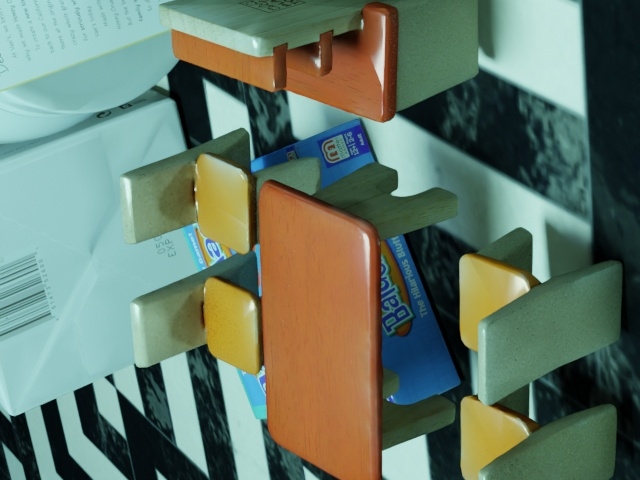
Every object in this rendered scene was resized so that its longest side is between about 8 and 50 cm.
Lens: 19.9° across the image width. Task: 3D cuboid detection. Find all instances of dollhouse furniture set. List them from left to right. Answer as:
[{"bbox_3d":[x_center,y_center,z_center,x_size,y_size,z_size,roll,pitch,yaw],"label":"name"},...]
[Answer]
[{"bbox_3d":[0.000,0.000,0.878,0.262,0.135,0.259,23,124,41],"label":"dollhouse furniture set"}]

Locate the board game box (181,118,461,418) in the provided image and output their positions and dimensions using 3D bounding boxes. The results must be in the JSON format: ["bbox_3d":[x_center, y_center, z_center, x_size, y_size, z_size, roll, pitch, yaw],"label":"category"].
[{"bbox_3d":[-0.010,0.025,1.088,0.210,0.047,0.160,-16,96,66],"label":"board game box"}]

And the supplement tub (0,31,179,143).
[{"bbox_3d":[-0.234,-0.175,1.122,0.316,0.228,0.228,5,116,50],"label":"supplement tub"}]

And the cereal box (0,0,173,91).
[{"bbox_3d":[-0.141,-0.177,0.946,0.047,0.240,0.173,4,114,63],"label":"cereal box"}]

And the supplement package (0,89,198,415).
[{"bbox_3d":[-0.224,-0.025,1.325,0.293,0.175,0.177,26,135,56],"label":"supplement package"}]
